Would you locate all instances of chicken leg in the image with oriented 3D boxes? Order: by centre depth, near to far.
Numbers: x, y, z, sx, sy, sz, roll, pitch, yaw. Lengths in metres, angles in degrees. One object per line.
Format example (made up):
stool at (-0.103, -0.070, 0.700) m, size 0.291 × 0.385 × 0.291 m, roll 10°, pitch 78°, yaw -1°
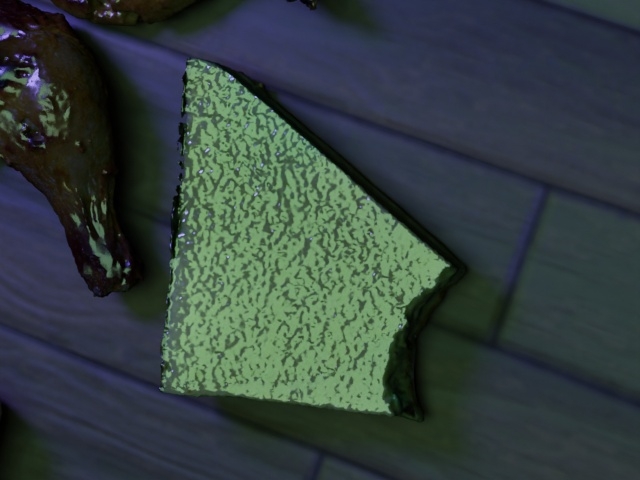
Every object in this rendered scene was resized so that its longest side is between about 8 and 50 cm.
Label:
chicken leg at (-0.245, -0.093, 1.477) m, size 0.322 × 0.083 × 0.177 m, roll 27°, pitch 107°, yaw 18°

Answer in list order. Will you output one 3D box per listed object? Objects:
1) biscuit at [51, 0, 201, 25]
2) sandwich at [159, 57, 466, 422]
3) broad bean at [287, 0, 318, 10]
biscuit at (-0.143, -0.267, 1.453) m, size 0.226 × 0.042 × 0.226 m, roll 0°, pitch 91°, yaw 21°
sandwich at (0.000, 0.000, 1.402) m, size 0.212 × 0.063 × 0.245 m, roll 6°, pitch 93°, yaw 15°
broad bean at (-0.010, -0.262, 1.406) m, size 0.061 × 0.046 × 0.195 m, roll 7°, pitch 87°, yaw 36°
